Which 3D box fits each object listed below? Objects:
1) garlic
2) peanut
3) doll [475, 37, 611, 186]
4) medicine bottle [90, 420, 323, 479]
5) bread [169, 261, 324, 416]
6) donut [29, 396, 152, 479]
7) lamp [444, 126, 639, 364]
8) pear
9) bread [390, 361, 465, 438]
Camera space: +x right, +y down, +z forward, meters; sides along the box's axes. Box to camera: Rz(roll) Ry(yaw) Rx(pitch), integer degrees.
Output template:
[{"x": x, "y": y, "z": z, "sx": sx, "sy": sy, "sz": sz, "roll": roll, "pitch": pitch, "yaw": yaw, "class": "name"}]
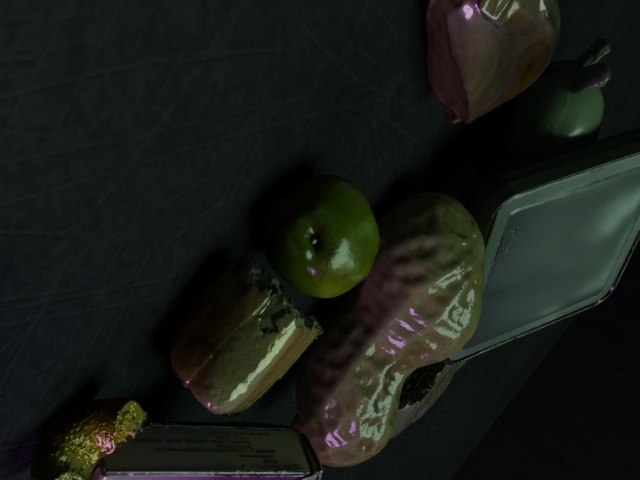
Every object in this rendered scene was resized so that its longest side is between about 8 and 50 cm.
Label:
[{"x": 0.137, "y": -0.170, "z": 0.740, "sx": 0.101, "sy": 0.087, "sz": 0.195, "roll": -38, "pitch": 160, "yaw": -8, "class": "garlic"}, {"x": 0.066, "y": 0.094, "z": 0.925, "sx": 0.298, "sy": 0.136, "sz": 0.120, "roll": -59, "pitch": 169, "yaw": 12, "class": "peanut"}, {"x": 0.244, "y": -0.102, "z": 1.058, "sx": 0.275, "sy": 0.113, "sz": 0.155, "roll": 97, "pitch": 13, "yaw": -45, "class": "doll"}, {"x": -0.115, "y": 0.223, "z": 0.728, "sx": 0.171, "sy": 0.052, "sz": 0.201, "roll": 9, "pitch": 123, "yaw": -27, "class": "medicine bottle"}, {"x": -0.059, "y": 0.073, "z": 0.695, "sx": 0.106, "sy": 0.082, "sz": 0.125, "roll": -42, "pitch": 169, "yaw": -4, "class": "bread"}, {"x": -0.151, "y": 0.136, "z": 0.611, "sx": 0.083, "sy": 0.067, "sz": 0.038, "roll": -21, "pitch": 136, "yaw": -1, "class": "donut"}, {"x": 0.255, "y": 0.008, "z": 1.040, "sx": 0.269, "sy": 0.047, "sz": 0.267, "roll": -17, "pitch": 138, "yaw": -26, "class": "lamp"}, {"x": 0.000, "y": 0.000, "z": 0.698, "sx": 0.097, "sy": 0.092, "sz": 0.092, "roll": -16, "pitch": 137, "yaw": -59, "class": "pear"}, {"x": 0.137, "y": 0.128, "z": 1.201, "sx": 0.337, "sy": 0.102, "sz": 0.183, "roll": -45, "pitch": 161, "yaw": -31, "class": "bread"}]
